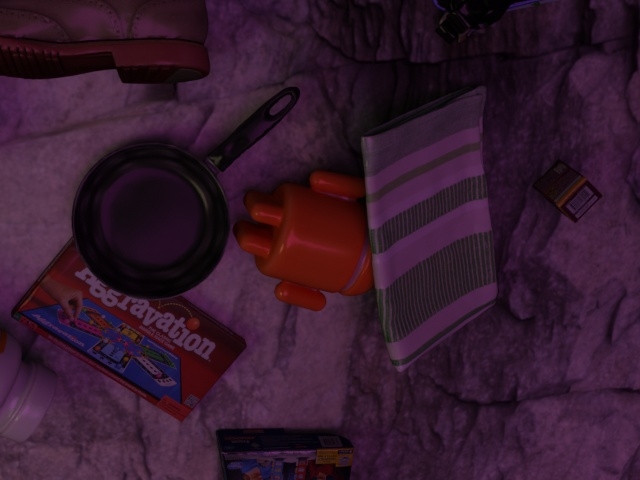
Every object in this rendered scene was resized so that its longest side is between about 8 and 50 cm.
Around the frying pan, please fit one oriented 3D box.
[{"bbox_3d":[-0.182,-0.082,1.366,0.197,0.053,0.326,26,93,-6],"label":"frying pan"}]

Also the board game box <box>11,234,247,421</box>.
[{"bbox_3d":[-0.249,0.117,1.455,0.281,0.027,0.145,37,98,-25],"label":"board game box"}]

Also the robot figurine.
[{"bbox_3d":[-0.001,0.002,1.416,0.219,0.128,0.158,15,66,-20],"label":"robot figurine"}]

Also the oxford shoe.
[{"bbox_3d":[-0.300,-0.256,1.256,0.348,0.123,0.130,2,85,-14],"label":"oxford shoe"}]

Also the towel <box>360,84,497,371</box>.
[{"bbox_3d":[0.151,-0.018,1.428,0.248,0.038,0.325,-29,122,-41],"label":"towel"}]

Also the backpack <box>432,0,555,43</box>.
[{"bbox_3d":[0.233,-0.375,1.170,0.263,0.213,0.277,-3,120,5],"label":"backpack"}]

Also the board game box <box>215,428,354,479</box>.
[{"bbox_3d":[-0.062,0.371,1.593,0.194,0.060,0.194,2,113,-16],"label":"board game box"}]

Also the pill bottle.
[{"bbox_3d":[-0.458,0.155,1.355,0.245,0.136,0.136,31,102,-24],"label":"pill bottle"}]

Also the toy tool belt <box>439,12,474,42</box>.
[{"bbox_3d":[0.193,-0.292,1.392,0.083,0.052,0.051,-50,146,12],"label":"toy tool belt"}]

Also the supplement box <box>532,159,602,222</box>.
[{"bbox_3d":[0.337,-0.068,1.498,0.043,0.083,0.055,40,98,-26],"label":"supplement box"}]
